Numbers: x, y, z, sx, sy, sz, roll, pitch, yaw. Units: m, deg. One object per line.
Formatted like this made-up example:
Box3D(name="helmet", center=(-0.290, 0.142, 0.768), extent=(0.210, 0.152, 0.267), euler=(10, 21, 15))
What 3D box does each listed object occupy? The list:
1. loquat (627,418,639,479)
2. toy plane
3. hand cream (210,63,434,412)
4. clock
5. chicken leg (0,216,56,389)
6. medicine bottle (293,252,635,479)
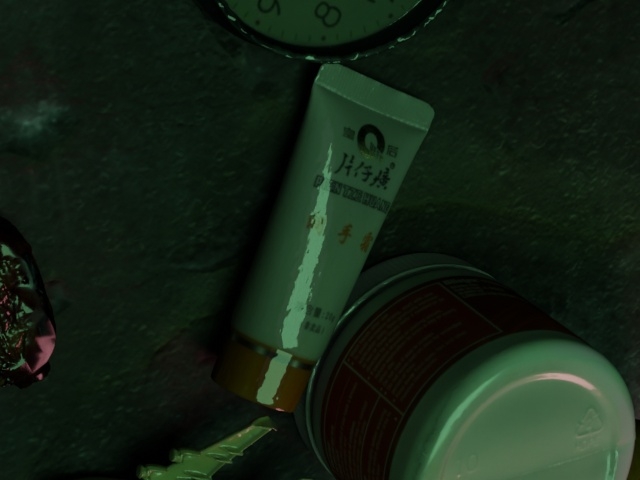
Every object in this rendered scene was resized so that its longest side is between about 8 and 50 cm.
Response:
Box3D(name="loquat", center=(0.305, 0.284, 1.931), extent=(0.208, 0.208, 0.208), euler=(-12, 116, -25))
Box3D(name="toy plane", center=(-0.137, 0.258, 1.740), extent=(0.256, 0.104, 0.242), euler=(3, 125, -37))
Box3D(name="hand cream", center=(0.000, 0.000, 1.715), extent=(0.139, 0.089, 0.314), euler=(17, 94, -35))
Box3D(name="clock", center=(0.015, -0.302, 1.597), extent=(0.312, 0.061, 0.313), euler=(-12, 117, -25))
Box3D(name="chicken leg", center=(-0.296, 0.024, 1.574), extent=(0.106, 0.051, 0.253), euler=(-36, 121, -5))
Box3D(name="medicine bottle", center=(0.133, 0.166, 1.759), extent=(0.252, 0.241, 0.252), euler=(-12, 117, -25))
